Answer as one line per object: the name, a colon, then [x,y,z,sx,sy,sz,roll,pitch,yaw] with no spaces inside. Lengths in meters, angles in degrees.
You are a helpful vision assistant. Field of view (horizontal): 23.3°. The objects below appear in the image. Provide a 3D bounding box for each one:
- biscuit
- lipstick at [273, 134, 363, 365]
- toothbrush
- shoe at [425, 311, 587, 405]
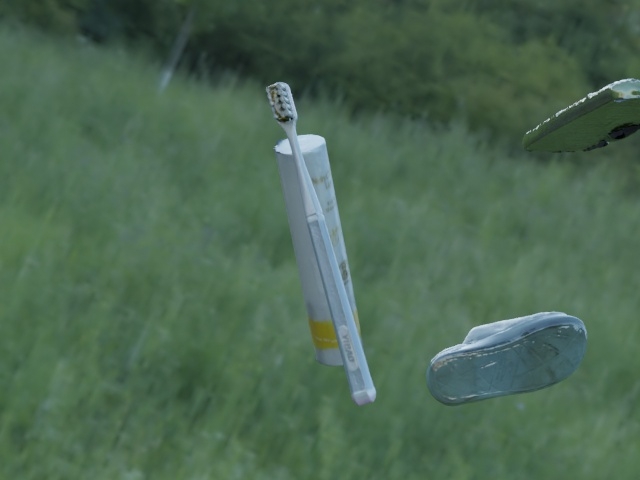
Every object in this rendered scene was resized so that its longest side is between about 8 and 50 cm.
biscuit: [0.330,-0.145,1.844,0.099,0.038,0.322,2,-7,-11]
lipstick: [0.000,0.012,1.720,0.059,0.264,0.059,-9,24,4]
toothbrush: [0.001,0.000,1.573,0.025,0.342,0.030,-17,-7,14]
shoe: [0.261,0.167,2.242,0.251,0.103,0.100,-16,15,-14]
